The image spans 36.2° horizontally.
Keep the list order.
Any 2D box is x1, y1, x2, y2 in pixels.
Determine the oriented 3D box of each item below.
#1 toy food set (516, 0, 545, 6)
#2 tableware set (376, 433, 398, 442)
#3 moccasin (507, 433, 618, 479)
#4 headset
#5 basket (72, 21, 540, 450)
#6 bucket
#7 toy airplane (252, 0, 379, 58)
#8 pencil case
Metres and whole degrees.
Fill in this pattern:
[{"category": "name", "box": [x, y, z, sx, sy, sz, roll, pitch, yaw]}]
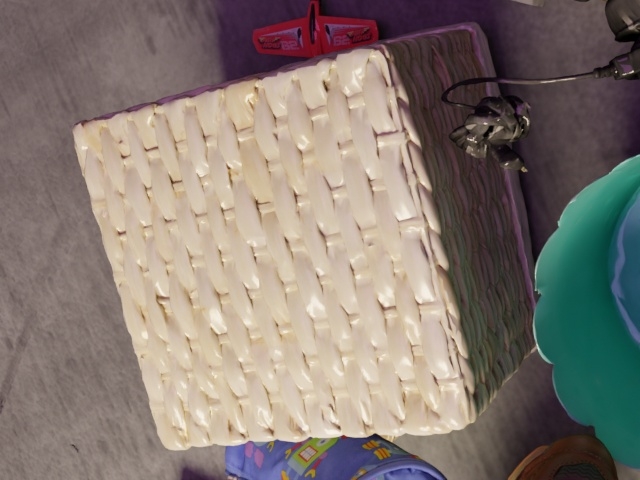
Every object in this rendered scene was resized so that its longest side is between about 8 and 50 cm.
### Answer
[{"category": "toy food set", "box": [0.157, -0.275, 0.868, 0.232, 0.104, 0.111, 22, 109, 25]}, {"category": "tableware set", "box": [0.009, 0.207, 1.091, 0.168, 0.020, 0.141, 44, 115, 17]}, {"category": "moccasin", "box": [0.162, 0.308, 0.847, 0.139, 0.147, 0.380, 18, 131, 15]}, {"category": "headset", "box": [0.244, -0.211, 0.729, 0.243, 0.185, 0.394, 45, 91, 2]}, {"category": "basket", "box": [0.000, 0.000, 0.897, 0.328, 0.266, 0.332, -10, 100, 26]}, {"category": "bucket", "box": [0.325, 0.041, 0.785, 0.281, 0.183, 0.281, 5, 101, 28]}, {"category": "toy airplane", "box": [0.001, -0.187, 1.019, 0.151, 0.028, 0.151, 6, 102, 29]}, {"category": "pencil case", "box": [0.003, 0.229, 0.938, 0.119, 0.133, 0.306, 62, 160, -16]}]
